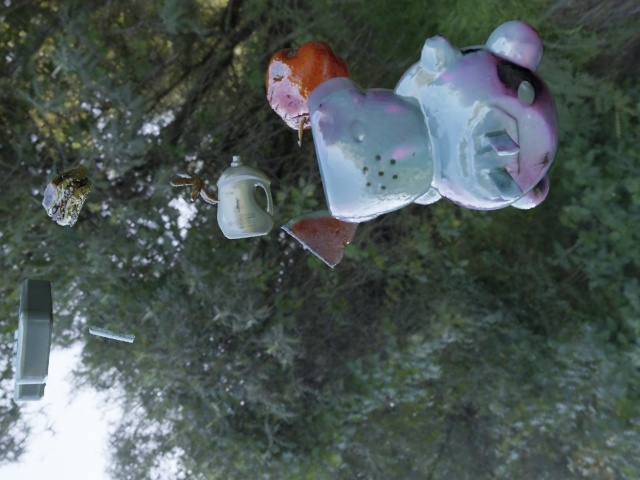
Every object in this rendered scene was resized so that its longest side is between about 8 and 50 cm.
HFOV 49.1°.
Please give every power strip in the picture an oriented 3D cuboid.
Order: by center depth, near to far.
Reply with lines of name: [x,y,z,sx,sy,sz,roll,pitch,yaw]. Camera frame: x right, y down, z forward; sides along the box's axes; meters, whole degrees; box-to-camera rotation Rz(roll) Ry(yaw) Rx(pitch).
power strip: [-0.508,0.187,1.232,0.059,0.194,0.265,4,-172,-23]

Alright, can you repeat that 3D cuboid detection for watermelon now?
watermelon: [0.000,-0.023,1.967,0.207,0.136,0.202,11,-167,-36]

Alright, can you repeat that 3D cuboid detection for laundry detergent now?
laundry detergent: [-0.242,-0.140,2.199,0.091,0.181,0.253,-51,-45,-80]

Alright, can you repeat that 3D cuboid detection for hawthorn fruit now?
hawthorn fruit: [-0.037,-0.340,1.665,0.207,0.207,0.243,29,-117,-54]

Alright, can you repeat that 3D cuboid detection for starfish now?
starfish: [-0.325,-0.146,1.776,0.130,0.041,0.133,48,-163,31]

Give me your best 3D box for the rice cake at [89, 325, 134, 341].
rice cake: [-0.561,0.251,1.883,0.121,0.022,0.021,13,-122,-7]

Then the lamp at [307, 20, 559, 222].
lamp: [0.146,-0.120,0.859,0.247,0.301,0.247,-99,-2,-63]

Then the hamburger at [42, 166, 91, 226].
hamburger: [-0.836,-0.154,2.310,0.130,0.183,0.206,28,-167,-20]
